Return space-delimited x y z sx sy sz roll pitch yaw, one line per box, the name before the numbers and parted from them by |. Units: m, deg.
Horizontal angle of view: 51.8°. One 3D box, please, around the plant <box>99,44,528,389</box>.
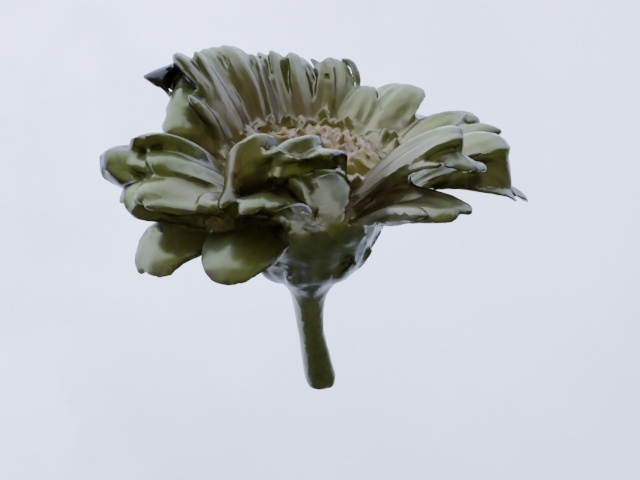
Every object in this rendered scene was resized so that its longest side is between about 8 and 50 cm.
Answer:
plant | -0.016 -0.045 0.523 0.306 0.261 0.297 -19 -24 -24
